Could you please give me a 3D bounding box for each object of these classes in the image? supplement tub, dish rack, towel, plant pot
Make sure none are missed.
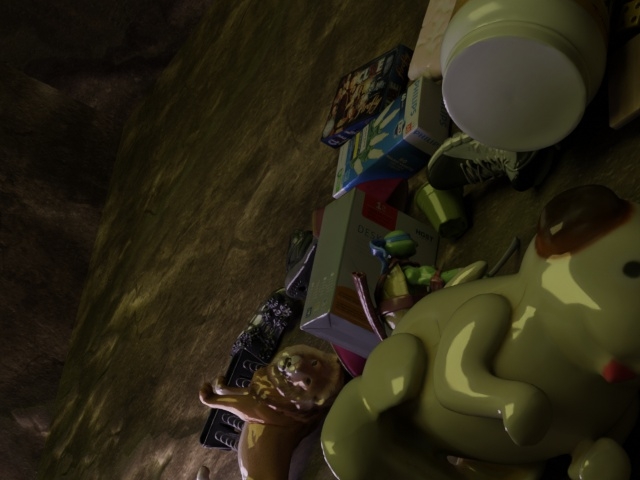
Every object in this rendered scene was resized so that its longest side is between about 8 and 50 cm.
[{"bbox_3d":[0.296,-0.298,1.512,0.228,0.228,0.316,-40,21,44],"label":"supplement tub"},{"bbox_3d":[-0.118,0.318,1.998,0.271,0.074,0.208,2,69,64],"label":"dish rack"},{"bbox_3d":[0.302,-0.437,1.867,0.332,0.053,0.316,-1,69,60],"label":"towel"},{"bbox_3d":[0.202,-0.046,1.713,0.083,0.083,0.079,-48,40,32],"label":"plant pot"}]

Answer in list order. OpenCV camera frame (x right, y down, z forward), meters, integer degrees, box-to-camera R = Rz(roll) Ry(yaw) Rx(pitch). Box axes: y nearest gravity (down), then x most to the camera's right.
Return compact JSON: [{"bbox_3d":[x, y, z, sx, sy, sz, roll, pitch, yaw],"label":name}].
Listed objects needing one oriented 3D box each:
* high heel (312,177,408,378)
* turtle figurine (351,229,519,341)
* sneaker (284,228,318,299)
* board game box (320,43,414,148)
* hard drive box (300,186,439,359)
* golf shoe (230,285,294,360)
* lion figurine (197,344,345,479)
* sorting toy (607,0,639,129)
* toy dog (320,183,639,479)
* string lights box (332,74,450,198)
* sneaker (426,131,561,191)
[{"bbox_3d":[0.088,0.051,1.818,0.181,0.127,0.377,-24,53,19],"label":"high heel"},{"bbox_3d":[0.183,0.119,1.538,0.198,0.275,0.266,-13,72,34],"label":"turtle figurine"},{"bbox_3d":[0.000,0.000,2.064,0.227,0.087,0.130,-53,31,36],"label":"sneaker"},{"bbox_3d":[0.097,-0.298,2.229,0.243,0.042,0.165,-19,49,59],"label":"board game box"},{"bbox_3d":[0.082,0.061,1.708,0.089,0.181,0.232,-33,38,50],"label":"hard drive box"},{"bbox_3d":[-0.109,0.175,2.153,0.198,0.077,0.094,-51,9,23],"label":"golf shoe"},{"bbox_3d":[-0.099,0.363,1.828,0.142,0.240,0.392,9,-89,-74],"label":"lion figurine"},{"bbox_3d":[0.447,-0.229,1.413,0.132,0.046,0.274,-37,35,46],"label":"sorting toy"},{"bbox_3d":[0.260,0.127,1.217,0.408,0.285,0.395,-43,12,37],"label":"toy dog"},{"bbox_3d":[0.133,-0.175,1.979,0.260,0.077,0.133,-39,32,44],"label":"string lights box"},{"bbox_3d":[0.261,-0.113,1.602,0.229,0.086,0.132,-32,42,27],"label":"sneaker"}]
